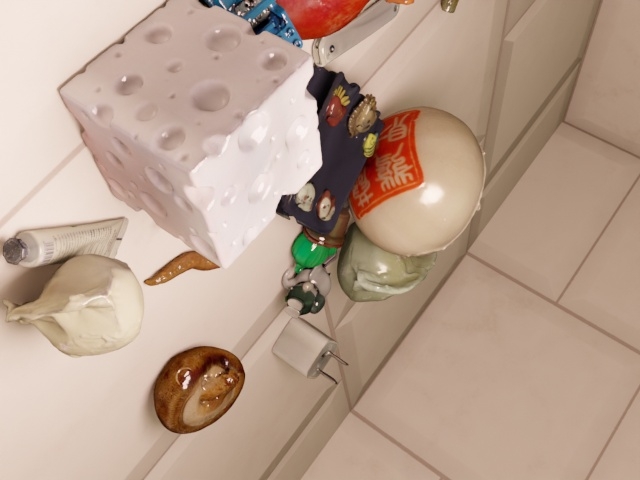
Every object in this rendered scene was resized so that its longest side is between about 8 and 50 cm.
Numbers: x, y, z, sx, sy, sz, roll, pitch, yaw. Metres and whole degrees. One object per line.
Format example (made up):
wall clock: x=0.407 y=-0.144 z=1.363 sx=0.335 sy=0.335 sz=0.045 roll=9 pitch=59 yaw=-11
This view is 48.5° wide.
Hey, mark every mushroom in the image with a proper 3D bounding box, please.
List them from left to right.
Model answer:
mushroom: x=-0.280 y=0.325 z=1.584 sx=0.194 sy=0.138 sz=0.231 roll=-50 pitch=150 yaw=16

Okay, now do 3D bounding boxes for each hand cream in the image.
hand cream: x=-0.369 y=0.006 z=1.058 sx=0.080 sy=0.050 sz=0.234 roll=-64 pitch=163 yaw=13

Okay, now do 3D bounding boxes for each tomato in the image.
tomato: x=0.020 y=-0.436 z=1.125 sx=0.309 sy=0.170 sz=0.309 roll=-46 pitch=156 yaw=-28

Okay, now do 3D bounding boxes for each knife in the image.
knife: x=0.073 y=-0.435 z=1.429 sx=0.265 sy=0.040 sz=0.073 roll=-44 pitch=144 yaw=-31

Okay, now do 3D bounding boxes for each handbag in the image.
handbag: x=0.007 y=-0.187 z=1.516 sx=0.329 sy=0.122 sz=0.303 roll=-60 pitch=158 yaw=1

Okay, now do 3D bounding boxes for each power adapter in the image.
power adapter: x=-0.016 y=0.328 z=2.044 sx=0.130 sy=0.205 sz=0.125 roll=-56 pitch=159 yaw=-1

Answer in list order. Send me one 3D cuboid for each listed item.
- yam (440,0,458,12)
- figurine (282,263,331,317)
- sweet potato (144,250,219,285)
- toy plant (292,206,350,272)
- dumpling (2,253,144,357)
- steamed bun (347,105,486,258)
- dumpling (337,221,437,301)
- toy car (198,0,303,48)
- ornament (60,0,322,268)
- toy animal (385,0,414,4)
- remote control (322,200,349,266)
yam: x=0.325 y=-0.605 z=1.738 sx=0.043 sy=0.043 sz=0.094 roll=-15 pitch=133 yaw=-60
figurine: x=-0.032 y=0.122 z=1.842 sx=0.192 sy=0.126 sz=0.147 roll=-47 pitch=152 yaw=-49
sweet potato: x=-0.248 y=0.046 z=1.373 sx=0.214 sy=0.050 sz=0.050 roll=-19 pitch=137 yaw=-52
toy plant: x=0.000 y=0.000 z=1.774 sx=0.143 sy=0.105 sz=0.200 roll=-7 pitch=136 yaw=-55
dumpling: x=-0.354 y=0.095 z=1.028 sx=0.258 sy=0.193 sz=0.147 roll=78 pitch=5 yaw=-87
steamed bun: x=0.201 y=-0.152 z=1.713 sx=0.241 sy=0.374 sz=0.374 roll=18 pitch=106 yaw=-29
dumpling: x=0.153 y=0.045 z=1.916 sx=0.270 sy=0.321 sz=0.212 roll=-24 pitch=138 yaw=26
toy car: x=-0.097 y=-0.325 z=1.034 sx=0.097 sy=0.100 sz=0.191 roll=-45 pitch=127 yaw=-13
ornament: x=-0.166 y=-0.155 z=1.010 sx=0.239 sy=0.239 sz=0.240 roll=-50 pitch=157 yaw=-23
toy animal: x=0.167 y=-0.575 z=1.274 sx=0.281 sy=0.169 sz=0.195 roll=71 pitch=11 yaw=-57
remote control: x=0.028 y=-0.025 z=1.893 sx=0.103 sy=0.034 sz=0.250 roll=-37 pitch=151 yaw=-42
